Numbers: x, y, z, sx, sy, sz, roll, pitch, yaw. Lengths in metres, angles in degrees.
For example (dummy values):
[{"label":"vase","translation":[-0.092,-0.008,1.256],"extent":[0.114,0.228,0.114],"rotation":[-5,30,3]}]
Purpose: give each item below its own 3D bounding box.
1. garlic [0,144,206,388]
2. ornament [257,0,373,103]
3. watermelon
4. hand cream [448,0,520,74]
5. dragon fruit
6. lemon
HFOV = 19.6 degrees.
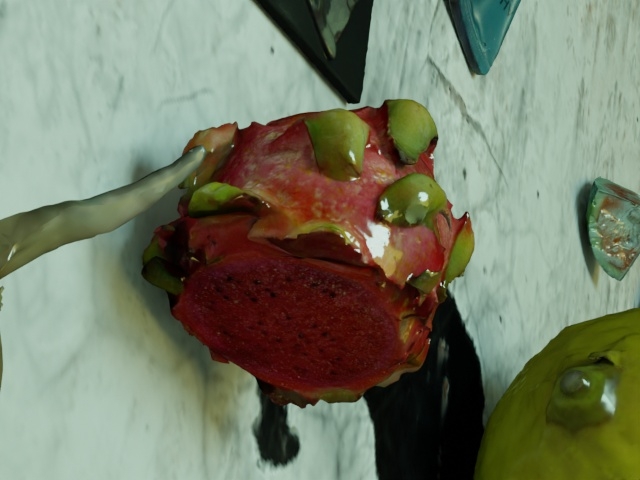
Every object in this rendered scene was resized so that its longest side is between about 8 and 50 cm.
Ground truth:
[{"label":"garlic","translation":[-0.142,0.130,0.426],"extent":[0.151,0.196,0.338],"rotation":[76,19,-59]},{"label":"ornament","translation":[0.075,-0.182,0.938],"extent":[0.166,0.196,0.153],"rotation":[40,50,-56]},{"label":"watermelon","translation":[0.238,-0.019,1.428],"extent":[0.085,0.061,0.085],"rotation":[-4,94,-57]},{"label":"hand cream","translation":[0.130,-0.211,1.253],"extent":[0.224,0.048,0.083],"rotation":[-65,146,-38]},{"label":"dragon fruit","translation":[0.000,0.000,0.842],"extent":[0.207,0.133,0.150],"rotation":[-48,158,-78]},{"label":"lemon","translation":[0.217,0.165,1.139],"extent":[0.310,0.253,0.253],"rotation":[48,43,-35]}]
